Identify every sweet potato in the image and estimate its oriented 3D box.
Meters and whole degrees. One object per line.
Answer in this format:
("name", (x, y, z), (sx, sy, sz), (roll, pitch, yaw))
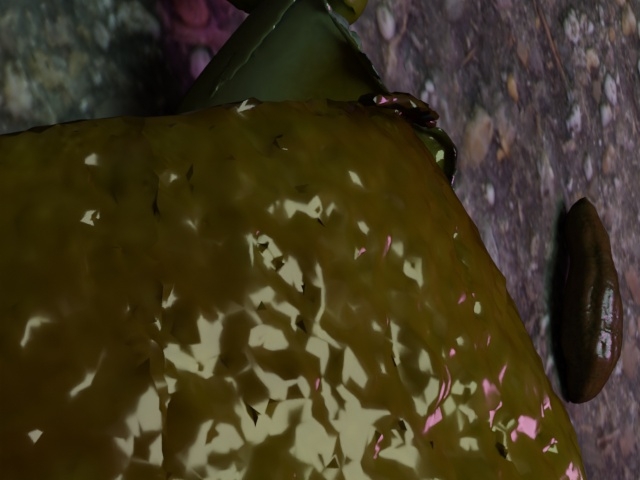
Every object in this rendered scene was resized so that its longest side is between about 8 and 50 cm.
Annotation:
("sweet potato", (0.226, 0.044, 1.348), (0.054, 0.053, 0.182), (30, 56, -47))

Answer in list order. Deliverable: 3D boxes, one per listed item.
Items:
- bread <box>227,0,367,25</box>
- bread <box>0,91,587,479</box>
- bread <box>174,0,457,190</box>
("bread", (-0.012, -0.296, 0.971), (0.166, 0.112, 0.383), (46, 46, -43))
("bread", (-0.091, 0.104, 0.476), (0.398, 0.398, 0.215), (-3, 77, -60))
("bread", (-0.007, -0.012, 0.870), (0.158, 0.156, 0.260), (-106, -161, -88))
